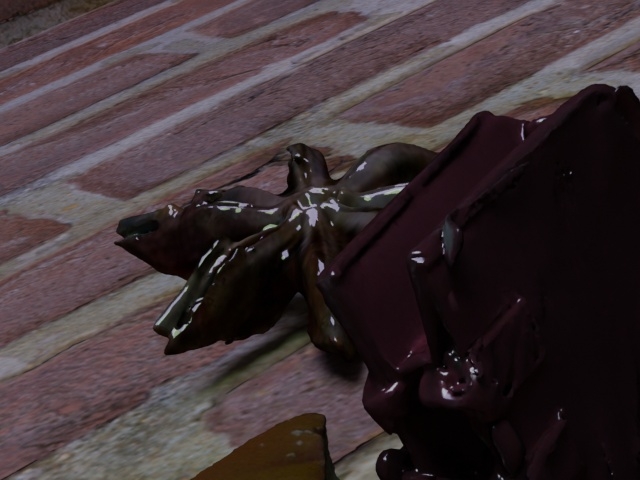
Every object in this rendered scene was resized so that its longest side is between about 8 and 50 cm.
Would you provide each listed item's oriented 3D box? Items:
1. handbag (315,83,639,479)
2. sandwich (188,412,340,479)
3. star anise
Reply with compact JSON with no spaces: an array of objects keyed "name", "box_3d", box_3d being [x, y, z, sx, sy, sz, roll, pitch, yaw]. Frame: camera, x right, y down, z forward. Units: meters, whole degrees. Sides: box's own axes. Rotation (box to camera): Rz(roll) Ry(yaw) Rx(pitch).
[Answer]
[{"name":"handbag","box_3d":[0.092,0.059,0.667,0.074,0.203,0.216,-15,17,34]},{"name":"sandwich","box_3d":[-0.033,0.167,0.640,0.096,0.094,0.258,-13,21,10]},{"name":"star anise","box_3d":[-0.001,0.000,1.079,0.288,0.088,0.288,-3,28,2]}]
